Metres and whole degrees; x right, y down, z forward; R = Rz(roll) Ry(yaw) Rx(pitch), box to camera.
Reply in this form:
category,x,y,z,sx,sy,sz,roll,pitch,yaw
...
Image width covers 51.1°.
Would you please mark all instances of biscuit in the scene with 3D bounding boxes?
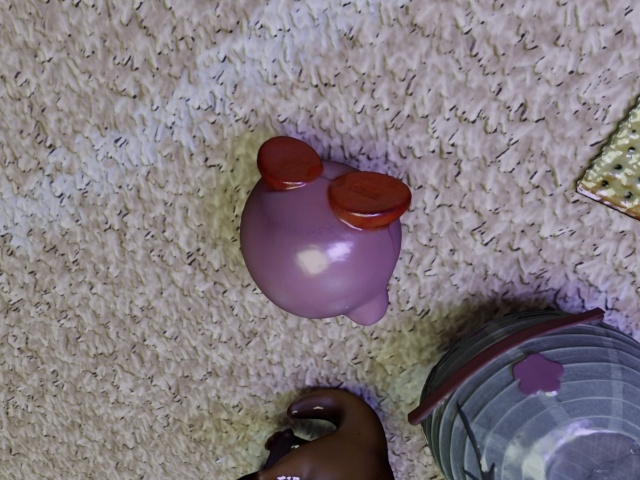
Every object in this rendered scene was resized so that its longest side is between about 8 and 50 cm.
category,x,y,z,sx,sy,sz,roll,pitch,yaw
biscuit,0.366,-0.112,0.634,0.139,0.016,0.231,25,121,-3

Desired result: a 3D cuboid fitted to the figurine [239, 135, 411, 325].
category,x,y,z,sx,sy,sz,roll,pitch,yaw
figurine,0.000,0.000,0.684,0.173,0.173,0.173,5,120,9

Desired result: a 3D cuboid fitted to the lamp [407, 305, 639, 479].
category,x,y,z,sx,sy,sz,roll,pitch,yaw
lamp,0.235,0.186,0.713,0.265,0.233,0.233,-24,114,-3

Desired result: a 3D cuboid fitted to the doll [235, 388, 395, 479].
category,x,y,z,sx,sy,sz,roll,pitch,yaw
doll,-0.002,0.367,0.845,0.209,0.318,0.339,-14,127,-16
